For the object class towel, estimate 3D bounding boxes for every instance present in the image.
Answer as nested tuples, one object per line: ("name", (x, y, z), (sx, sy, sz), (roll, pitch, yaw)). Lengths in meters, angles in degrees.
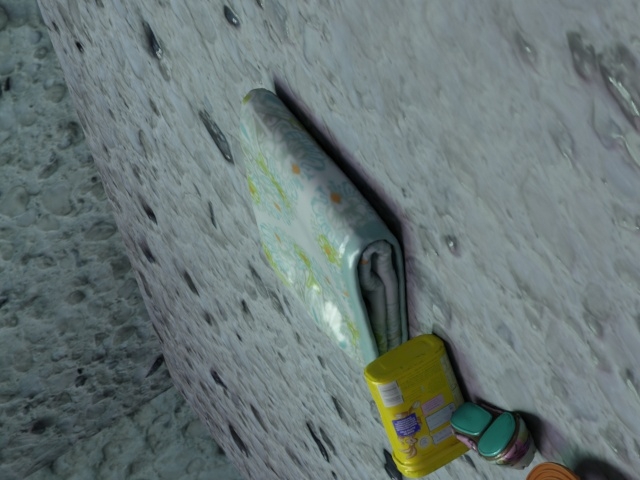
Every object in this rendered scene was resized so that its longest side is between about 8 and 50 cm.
("towel", (0.000, 0.000, 2.220), (0.320, 0.090, 0.374), (49, 161, 30))

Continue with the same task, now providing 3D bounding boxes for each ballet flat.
("ballet flat", (0.238, 0.265, 2.038), (0.079, 0.077, 0.221), (43, 173, -12))

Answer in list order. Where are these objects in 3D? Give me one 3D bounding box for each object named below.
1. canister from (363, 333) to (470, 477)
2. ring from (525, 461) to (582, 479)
("canister", (0.140, 0.229, 2.150), (0.073, 0.126, 0.170), (37, 151, 59))
("ring", (0.301, 0.437, 1.873), (0.336, 0.032, 0.336), (172, 90, -75))
